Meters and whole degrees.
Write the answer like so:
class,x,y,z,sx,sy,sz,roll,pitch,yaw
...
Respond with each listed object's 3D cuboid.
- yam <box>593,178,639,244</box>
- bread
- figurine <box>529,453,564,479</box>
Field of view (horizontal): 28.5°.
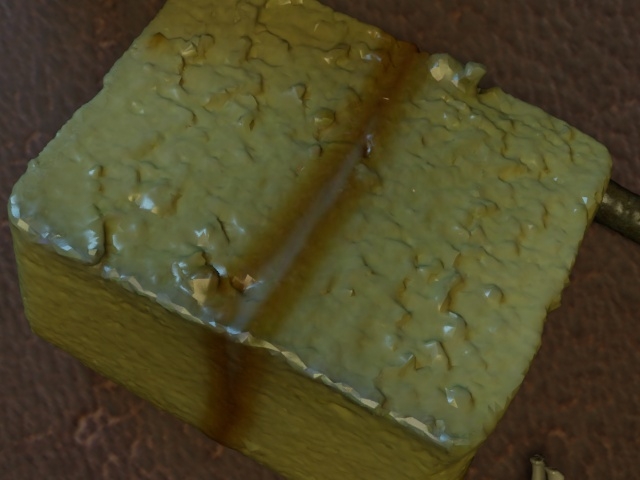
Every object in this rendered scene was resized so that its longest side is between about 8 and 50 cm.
class,x,y,z,sx,sy,sz,roll,pitch,yaw
yam,0.184,-0.010,0.737,0.129,0.027,0.033,32,62,-3
bread,0.000,0.000,0.698,0.264,0.198,0.236,27,61,3
figurine,0.135,0.180,0.741,0.047,0.064,0.109,-6,106,-23
